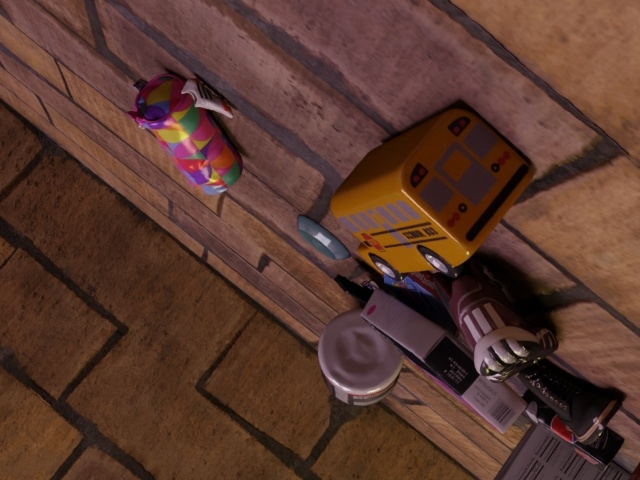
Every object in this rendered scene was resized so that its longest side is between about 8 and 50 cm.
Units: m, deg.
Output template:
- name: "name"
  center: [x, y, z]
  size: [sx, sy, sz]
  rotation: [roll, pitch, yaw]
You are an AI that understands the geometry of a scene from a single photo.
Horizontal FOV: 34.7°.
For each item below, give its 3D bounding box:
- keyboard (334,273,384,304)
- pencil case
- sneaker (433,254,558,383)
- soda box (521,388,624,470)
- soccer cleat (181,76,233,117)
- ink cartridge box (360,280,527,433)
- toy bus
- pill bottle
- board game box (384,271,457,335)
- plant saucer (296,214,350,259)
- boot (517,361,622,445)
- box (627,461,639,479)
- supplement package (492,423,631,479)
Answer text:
- name: "keyboard"
  center: [0.107, 0.102, 1.831]
  size: [0.192, 0.038, 0.100]
  rotation: [32, -174, -29]
- name: "pencil case"
  center: [-0.209, -0.165, 1.622]
  size: [0.104, 0.104, 0.236]
  rotation: [31, 168, 34]
- name: "sneaker"
  center: [0.224, 0.092, 1.341]
  size: [0.162, 0.106, 0.281]
  rotation: [61, -173, 17]
- name: "soda box"
  center: [0.400, 0.297, 1.651]
  size: [0.169, 0.053, 0.060]
  rotation: [34, 168, 21]
- name: "soccer cleat"
  center: [-0.163, -0.201, 1.483]
  size: [0.083, 0.035, 0.029]
  rotation: [41, 169, -11]
- name: "ink cartridge box"
  center: [0.170, 0.170, 1.602]
  size: [0.176, 0.069, 0.371]
  rotation: [42, 179, -17]
- name: "toy bus"
  center: [0.103, -0.039, 1.088]
  size: [0.130, 0.108, 0.333]
  rotation: [40, 169, -8]
- name: "pill bottle"
  center: [0.086, 0.259, 2.191]
  size: [0.176, 0.176, 0.318]
  rotation: [36, 169, 10]
- name: "board game box"
  center: [0.167, 0.099, 1.665]
  size: [0.145, 0.027, 0.281]
  rotation: [35, 169, 12]
- name: "plant saucer"
  center: [0.000, 0.000, 1.818]
  size: [0.119, 0.021, 0.119]
  rotation: [37, 169, 9]
- name: "boot"
  center: [0.347, 0.222, 1.479]
  size: [0.137, 0.077, 0.198]
  rotation: [42, 169, 8]
- name: "box"
  center: [0.522, 0.376, 1.388]
  size: [0.128, 0.122, 0.257]
  rotation: [40, 169, -5]
- name: "supplement package"
  center: [0.442, 0.446, 1.873]
  size: [0.203, 0.149, 0.194]
  rotation: [35, 169, 12]
